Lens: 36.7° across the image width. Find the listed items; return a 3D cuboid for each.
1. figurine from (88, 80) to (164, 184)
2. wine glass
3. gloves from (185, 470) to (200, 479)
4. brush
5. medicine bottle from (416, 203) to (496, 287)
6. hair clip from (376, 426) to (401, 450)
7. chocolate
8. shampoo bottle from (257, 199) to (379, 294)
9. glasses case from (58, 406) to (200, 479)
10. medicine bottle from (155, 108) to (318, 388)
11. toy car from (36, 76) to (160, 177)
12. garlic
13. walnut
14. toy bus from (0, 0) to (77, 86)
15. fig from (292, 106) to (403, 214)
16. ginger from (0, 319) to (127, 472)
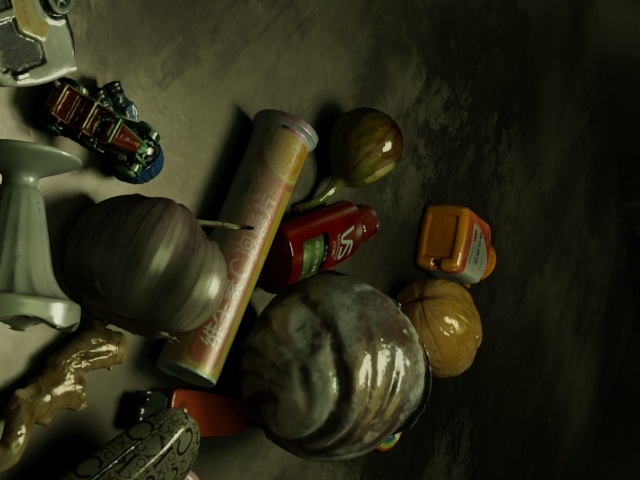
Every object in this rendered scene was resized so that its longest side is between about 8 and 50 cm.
[{"bbox_3d":[-0.256,-0.135,1.248,0.077,0.079,0.136,-32,104,-22],"label":"figurine"},{"bbox_3d":[-0.331,0.000,1.047,0.165,0.165,0.196,24,69,-58],"label":"wine glass"},{"bbox_3d":[-0.205,0.399,1.361,0.145,0.126,0.241,-35,131,-49],"label":"gloves"},{"bbox_3d":[-0.177,0.264,1.454,0.323,0.051,0.070,24,67,-55],"label":"brush"},{"bbox_3d":[0.310,0.018,2.164,0.222,0.112,0.149,28,71,-57],"label":"medicine bottle"},{"bbox_3d":[0.164,0.366,2.055,0.060,0.033,0.188,53,51,-50],"label":"hair clip"},{"bbox_3d":[-0.005,0.221,1.470,0.213,0.303,0.303,-35,124,-56],"label":"chocolate"},{"bbox_3d":[0.000,0.000,1.672,0.314,0.076,0.118,-22,122,-56],"label":"shampoo bottle"},{"bbox_3d":[-0.280,0.334,1.177,0.355,0.085,0.137,-37,148,-42],"label":"glasses case"},{"bbox_3d":[-0.121,0.009,1.447,0.108,0.108,0.426,48,55,-51],"label":"medicine bottle"},{"bbox_3d":[-0.266,-0.137,1.169,0.143,0.054,0.073,31,77,-21],"label":"toy car"},{"bbox_3d":[-0.202,0.045,1.263,0.257,0.207,0.207,-6,100,-58],"label":"garlic"},{"bbox_3d":[0.242,0.184,2.013,0.195,0.195,0.221,-64,151,-30],"label":"walnut"},{"bbox_3d":[-0.355,-0.324,1.002,0.138,0.097,0.342,-38,126,-48],"label":"toy bus"},{"bbox_3d":[0.044,-0.124,1.703,0.245,0.149,0.149,-49,139,-13],"label":"fig"},{"bbox_3d":[-0.330,0.194,1.167,0.288,0.075,0.089,-51,138,-48],"label":"ginger"}]
